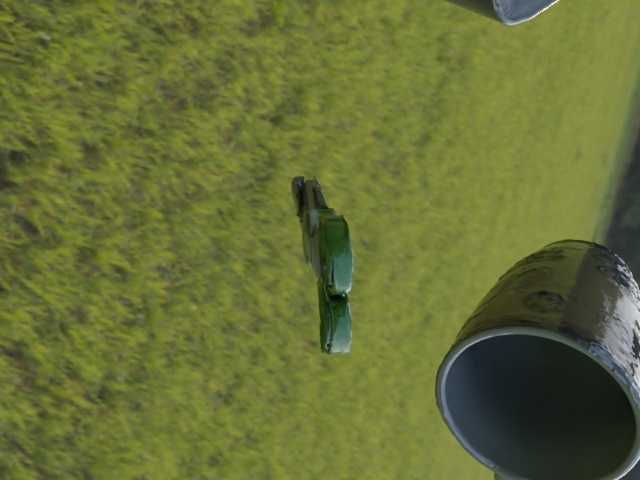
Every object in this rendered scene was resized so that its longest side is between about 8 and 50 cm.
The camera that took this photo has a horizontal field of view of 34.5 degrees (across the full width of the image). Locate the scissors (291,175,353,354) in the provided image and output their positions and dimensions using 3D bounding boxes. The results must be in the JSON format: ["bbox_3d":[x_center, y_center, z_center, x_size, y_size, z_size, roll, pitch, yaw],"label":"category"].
[{"bbox_3d":[0.000,0.000,0.779,0.204,0.027,0.101,-106,-163,-63],"label":"scissors"}]

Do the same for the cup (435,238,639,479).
[{"bbox_3d":[0.275,0.154,1.209,0.257,0.227,0.301,-50,155,-50],"label":"cup"}]

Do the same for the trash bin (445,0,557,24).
[{"bbox_3d":[0.154,-0.360,1.092,0.220,0.250,0.219,-37,137,-15],"label":"trash bin"}]
